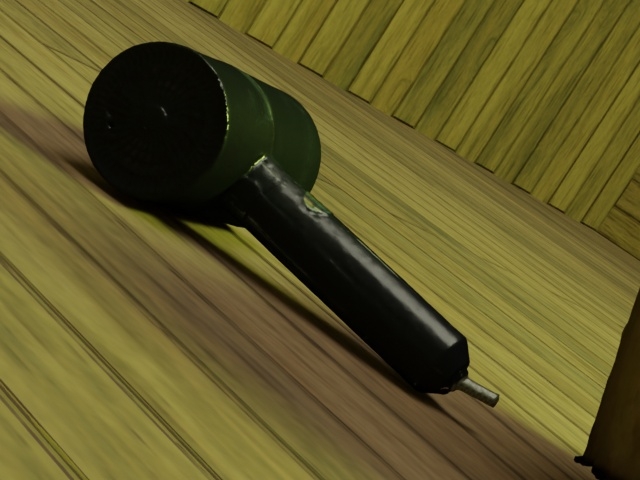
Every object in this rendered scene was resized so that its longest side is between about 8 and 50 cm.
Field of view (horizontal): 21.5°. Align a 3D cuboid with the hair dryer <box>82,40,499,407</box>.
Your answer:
[{"bbox_3d":[0.000,0.000,0.748,0.219,0.071,0.124,42,10,22],"label":"hair dryer"}]

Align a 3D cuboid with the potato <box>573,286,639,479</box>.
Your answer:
[{"bbox_3d":[0.225,0.039,0.658,0.242,0.242,0.285,36,8,28],"label":"potato"}]
